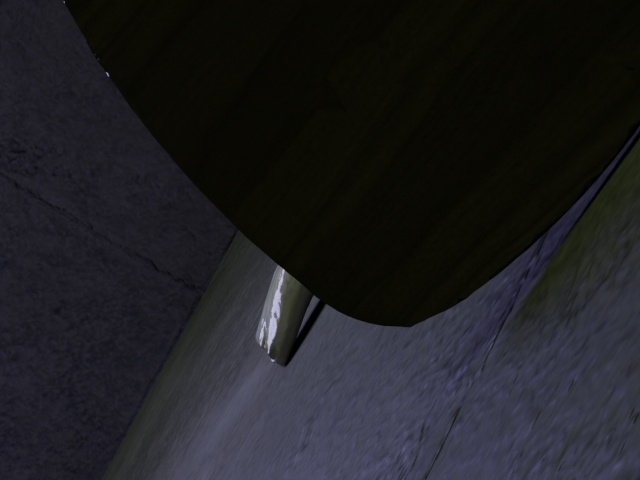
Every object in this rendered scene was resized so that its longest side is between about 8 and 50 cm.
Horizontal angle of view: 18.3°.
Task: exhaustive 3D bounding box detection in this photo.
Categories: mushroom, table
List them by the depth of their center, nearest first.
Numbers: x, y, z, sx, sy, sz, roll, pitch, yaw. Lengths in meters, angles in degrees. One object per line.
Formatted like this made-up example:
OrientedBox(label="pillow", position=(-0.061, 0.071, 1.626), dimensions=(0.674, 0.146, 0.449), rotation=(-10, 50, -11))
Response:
OrientedBox(label="table", position=(0.044, -0.184, 0.816), dimensions=(0.317, 0.317, 0.249), rotation=(-57, -9, 30))
OrientedBox(label="mushroom", position=(0.000, -0.001, 1.336), dimensions=(0.059, 0.054, 0.202), rotation=(-76, 12, -67))
